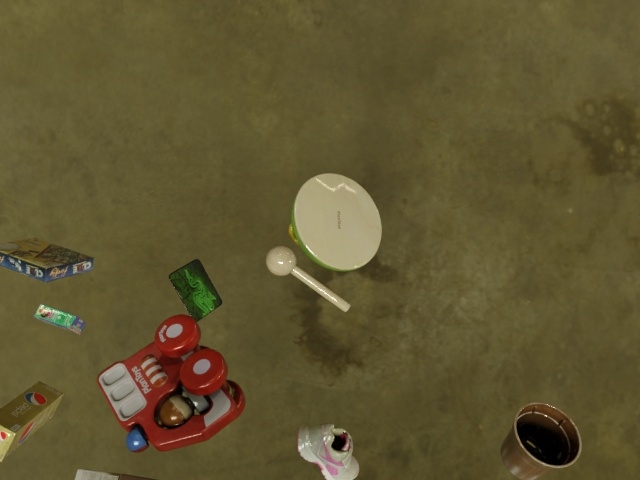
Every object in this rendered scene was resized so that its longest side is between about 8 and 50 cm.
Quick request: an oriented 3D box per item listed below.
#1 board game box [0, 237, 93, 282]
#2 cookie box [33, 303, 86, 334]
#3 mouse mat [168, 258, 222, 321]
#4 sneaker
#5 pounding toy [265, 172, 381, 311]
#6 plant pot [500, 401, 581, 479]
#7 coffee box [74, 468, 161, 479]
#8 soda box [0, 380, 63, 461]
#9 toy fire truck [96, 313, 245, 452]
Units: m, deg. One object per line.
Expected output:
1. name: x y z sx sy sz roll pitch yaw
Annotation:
1. board game box: -0.807 0.052 1.570 0.165 0.243 0.042 -21 123 -63
2. cookie box: -0.725 0.221 1.522 0.107 0.092 0.040 18 68 2
3. mouse mat: -0.430 0.171 1.892 0.152 0.007 0.189 -37 102 -52
4. sneaker: 0.045 0.578 1.482 0.252 0.111 0.103 48 27 -36
5. pounding toy: 0.000 0.000 1.001 0.183 0.110 0.237 35 60 -16
6. plant pot: 0.552 0.531 1.405 0.167 0.165 0.167 4 47 -5
7. coffee box: -0.453 0.583 1.233 0.141 0.246 0.098 29 57 -35
8. soda box: -0.560 0.333 1.023 0.058 0.181 0.061 28 95 -2
9. toy fire truck: -0.327 0.331 1.195 0.254 0.302 0.169 -34 138 -18
